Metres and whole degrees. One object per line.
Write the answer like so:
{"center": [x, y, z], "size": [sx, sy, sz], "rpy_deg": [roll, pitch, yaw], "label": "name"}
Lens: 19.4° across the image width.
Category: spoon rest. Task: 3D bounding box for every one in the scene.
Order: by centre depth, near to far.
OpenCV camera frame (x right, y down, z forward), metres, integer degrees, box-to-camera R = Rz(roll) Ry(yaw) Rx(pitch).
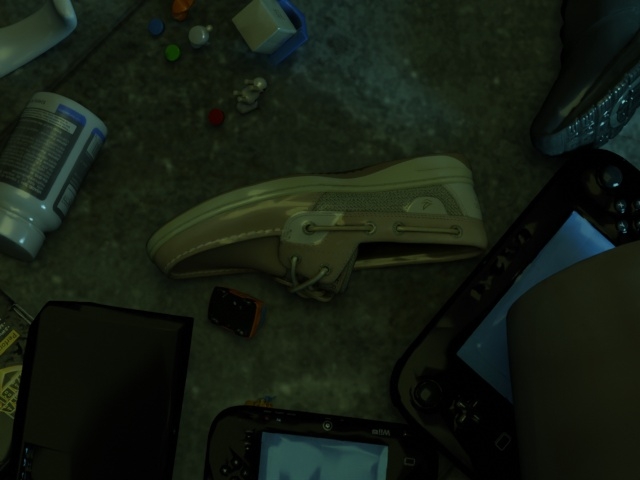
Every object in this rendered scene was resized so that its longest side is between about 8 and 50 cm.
{"center": [-0.347, -0.161, 1.686], "size": [0.276, 0.084, 0.137], "rpy_deg": [-21, 75, 3], "label": "spoon rest"}

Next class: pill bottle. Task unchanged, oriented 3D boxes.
{"center": [-0.251, -0.056, 1.653], "size": [0.078, 0.078, 0.137], "rpy_deg": [26, 73, 3], "label": "pill bottle"}

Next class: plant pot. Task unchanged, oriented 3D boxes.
{"center": [0.288, 0.155, 1.517], "size": [0.323, 0.323, 0.280], "rpy_deg": [-16, 72, -9], "label": "plant pot"}

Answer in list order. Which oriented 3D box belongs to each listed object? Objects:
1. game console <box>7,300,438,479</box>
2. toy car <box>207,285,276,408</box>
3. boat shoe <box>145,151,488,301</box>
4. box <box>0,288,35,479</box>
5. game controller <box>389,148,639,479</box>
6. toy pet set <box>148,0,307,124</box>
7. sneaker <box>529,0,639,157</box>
{"center": [-0.076, 0.174, 1.565], "size": [0.361, 0.044, 0.213], "rpy_deg": [8, 86, -11], "label": "game console"}
{"center": [-0.068, 0.101, 1.655], "size": [0.040, 0.060, 0.122], "rpy_deg": [-1, 90, -50], "label": "toy car"}
{"center": [0.000, 0.000, 1.646], "size": [0.302, 0.109, 0.098], "rpy_deg": [-11, 74, -14], "label": "boat shoe"}
{"center": [-0.392, 0.149, 1.582], "size": [0.257, 0.079, 0.322], "rpy_deg": [41, 74, 5], "label": "box"}
{"center": [0.207, 0.071, 1.661], "size": [0.166, 0.067, 0.319], "rpy_deg": [39, 75, 7], "label": "game controller"}
{"center": [-0.075, -0.183, 1.728], "size": [0.114, 0.065, 0.122], "rpy_deg": [-38, 75, 21], "label": "toy pet set"}
{"center": [0.266, -0.196, 1.738], "size": [0.130, 0.109, 0.286], "rpy_deg": [33, 67, 15], "label": "sneaker"}
